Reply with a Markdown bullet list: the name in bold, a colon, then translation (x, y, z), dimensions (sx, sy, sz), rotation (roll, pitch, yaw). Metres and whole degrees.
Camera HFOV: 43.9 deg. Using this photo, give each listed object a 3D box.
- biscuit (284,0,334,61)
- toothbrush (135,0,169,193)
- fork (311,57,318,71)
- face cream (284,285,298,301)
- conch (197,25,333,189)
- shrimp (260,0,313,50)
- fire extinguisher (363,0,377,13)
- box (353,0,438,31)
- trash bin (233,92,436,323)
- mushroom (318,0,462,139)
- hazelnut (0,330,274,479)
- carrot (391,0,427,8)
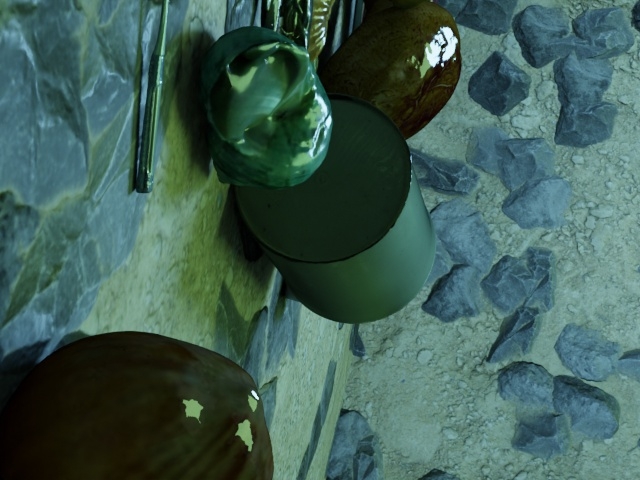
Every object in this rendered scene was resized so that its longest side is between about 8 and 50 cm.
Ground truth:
- **biscuit**: translation (-0.009, -0.357, 1.204), dimensions (0.118, 0.061, 0.183), rotation (30, 75, -77)
- **toothbrush**: translation (-0.155, -0.149, 0.731), dimensions (0.016, 0.019, 0.219), rotation (-48, 148, -68)
- **fork**: translation (-0.009, -0.357, 1.306), dimensions (0.034, 0.028, 0.219), rotation (-37, 138, -68)
- **face cream**: translation (0.000, 0.000, 1.570), dimensions (0.101, 0.101, 0.251), rotation (11, 89, -81)
- **conch**: translation (-0.072, -0.144, 0.909), dimensions (0.196, 0.134, 0.202), rotation (-6, 120, -37)
- **shrimp**: translation (-0.048, -0.320, 1.084), dimensions (0.150, 0.051, 0.217), rotation (-56, 148, -59)
- **fire extinguisher**: translation (0.146, -0.514, 1.613), dimensions (0.147, 0.107, 0.337), rotation (-53, 132, -34)
- **box**: translation (0.171, -0.492, 1.795), dimensions (0.193, 0.168, 0.294), rotation (-58, 157, -60)
- **trash bin**: translation (0.037, -0.031, 1.252), dimensions (0.432, 0.280, 0.280), rotation (57, 45, -72)
- **mushroom**: translation (0.128, -0.301, 1.492), dimensions (0.345, 0.239, 0.345), rotation (-25, 133, -29)
- **hazelnut**: translation (-0.145, 0.161, 0.637), dimensions (0.186, 0.210, 0.210), rotation (13, -88, 60)
- **carrot**: translation (0.158, -0.586, 1.376), dimensions (0.241, 0.242, 0.340), rotation (89, 18, -51)
